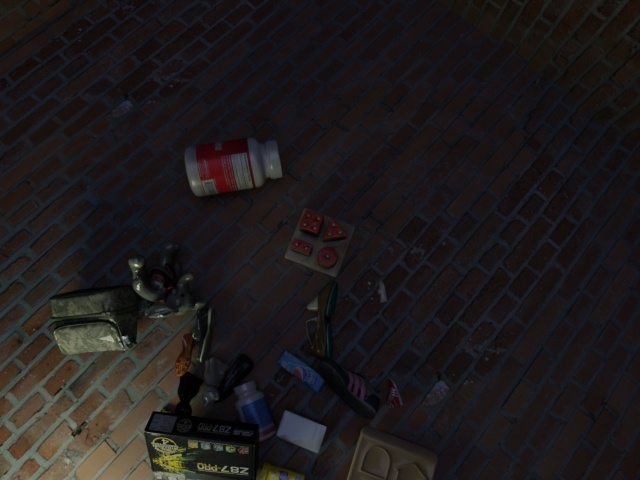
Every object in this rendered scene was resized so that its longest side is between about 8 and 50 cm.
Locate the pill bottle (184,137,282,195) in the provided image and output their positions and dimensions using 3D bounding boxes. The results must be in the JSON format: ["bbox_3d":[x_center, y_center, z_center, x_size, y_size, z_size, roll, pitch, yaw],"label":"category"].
[{"bbox_3d":[-0.387,-0.341,1.915,0.406,0.229,0.229,-10,75,-6],"label":"pill bottle"}]

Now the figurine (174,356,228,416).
[{"bbox_3d":[-0.465,0.583,1.634,0.214,0.209,0.092,-31,115,9],"label":"figurine"}]

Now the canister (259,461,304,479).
[{"bbox_3d":[-0.157,0.950,1.637,0.169,0.073,0.126,16,74,1],"label":"canister"}]

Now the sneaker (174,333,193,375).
[{"bbox_3d":[-0.556,0.477,1.747,0.064,0.068,0.175,7,56,1],"label":"sneaker"}]

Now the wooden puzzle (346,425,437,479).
[{"bbox_3d":[0.263,0.957,1.655,0.321,0.080,0.348,20,70,3],"label":"wooden puzzle"}]

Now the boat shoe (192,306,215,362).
[{"bbox_3d":[-0.497,0.396,1.770,0.078,0.084,0.233,0,61,1],"label":"boat shoe"}]

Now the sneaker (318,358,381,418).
[{"bbox_3d":[0.123,0.575,1.720,0.319,0.112,0.131,49,46,-9],"label":"sneaker"}]

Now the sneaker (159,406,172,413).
[{"bbox_3d":[-0.613,0.707,1.707,0.083,0.031,0.035,28,74,6],"label":"sneaker"}]

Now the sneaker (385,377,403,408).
[{"bbox_3d":[0.294,0.641,1.760,0.066,0.042,0.119,-19,78,-11],"label":"sneaker"}]

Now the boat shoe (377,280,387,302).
[{"bbox_3d":[0.270,0.229,1.882,0.035,0.035,0.100,-8,81,-8],"label":"boat shoe"}]

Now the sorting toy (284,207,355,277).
[{"bbox_3d":[0.000,0.000,1.906,0.255,0.089,0.257,21,74,3],"label":"sorting toy"}]

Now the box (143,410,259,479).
[{"bbox_3d":[-0.428,0.783,1.561,0.393,0.319,0.097,8,35,-1],"label":"box"}]

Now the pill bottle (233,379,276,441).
[{"bbox_3d":[-0.268,0.680,1.682,0.124,0.124,0.222,-20,77,-8],"label":"pill bottle"}]

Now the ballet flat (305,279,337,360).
[{"bbox_3d":[-0.001,0.336,1.814,0.123,0.116,0.343,1,77,18],"label":"ballet flat"}]

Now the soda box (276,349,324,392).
[{"bbox_3d":[-0.080,0.543,1.756,0.210,0.071,0.067,34,75,7],"label":"soda box"}]

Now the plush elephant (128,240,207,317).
[{"bbox_3d":[-0.617,0.200,1.740,0.255,0.272,0.331,15,102,16],"label":"plush elephant"}]

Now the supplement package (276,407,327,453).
[{"bbox_3d":[-0.076,0.753,1.680,0.179,0.105,0.105,21,75,3],"label":"supplement package"}]

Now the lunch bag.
[{"bbox_3d":[-0.907,0.326,1.712,0.304,0.212,0.257,-6,92,3],"label":"lunch bag"}]

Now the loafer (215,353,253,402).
[{"bbox_3d":[-0.372,0.570,1.741,0.078,0.076,0.223,36,79,30],"label":"loafer"}]
